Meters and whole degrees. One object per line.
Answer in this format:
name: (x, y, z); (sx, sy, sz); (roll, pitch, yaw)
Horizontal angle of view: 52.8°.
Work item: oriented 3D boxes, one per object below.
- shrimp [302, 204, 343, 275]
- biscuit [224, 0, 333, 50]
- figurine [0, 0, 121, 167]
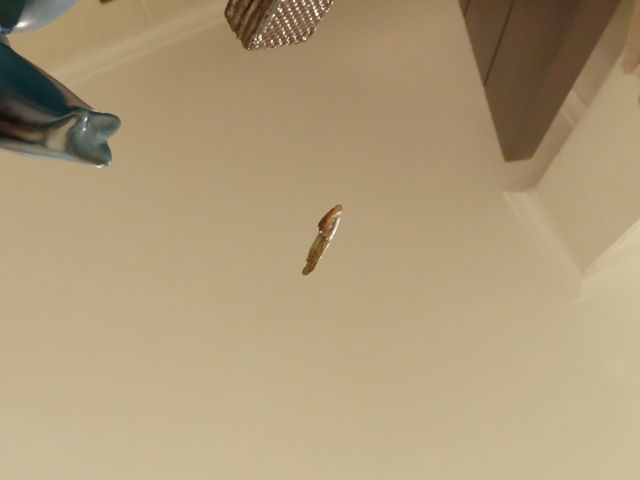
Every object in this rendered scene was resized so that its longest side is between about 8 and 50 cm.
shrimp: (0.000, 0.000, 0.996); (0.025, 0.091, 0.127); (27, -84, 7)
biscuit: (-0.017, -0.329, 0.740); (0.106, 0.252, 0.070); (-23, -105, -39)
figurine: (-0.288, -0.092, 0.364); (0.416, 0.243, 0.298); (-45, -75, 0)
